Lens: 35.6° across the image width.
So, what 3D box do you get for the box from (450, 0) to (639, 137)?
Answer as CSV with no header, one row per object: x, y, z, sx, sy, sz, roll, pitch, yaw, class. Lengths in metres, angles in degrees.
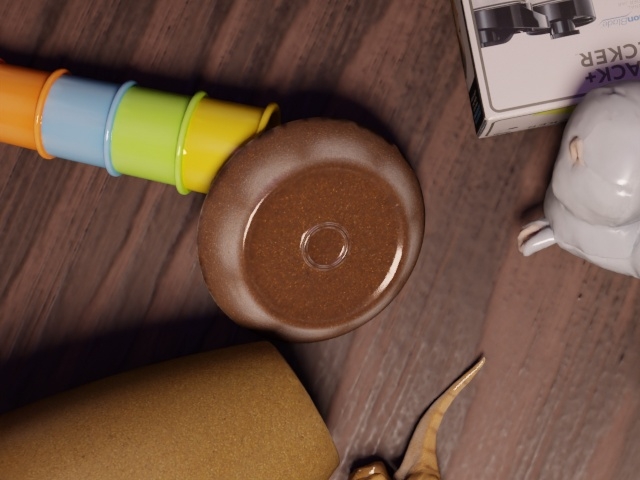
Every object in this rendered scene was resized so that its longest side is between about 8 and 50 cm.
0.189,-0.246,0.836,0.169,0.087,0.290,-10,86,3,box

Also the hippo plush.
0.303,-0.022,0.773,0.234,0.294,0.236,-37,59,-12,hippo plush

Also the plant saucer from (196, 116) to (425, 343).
0.000,0.000,0.811,0.199,0.036,0.198,-6,110,-16,plant saucer

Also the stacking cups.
-0.196,-0.105,0.848,0.316,0.096,0.096,13,88,4,stacking cups

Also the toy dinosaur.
0.078,0.204,0.833,0.112,0.064,0.211,3,63,5,toy dinosaur

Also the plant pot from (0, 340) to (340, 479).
-0.122,0.192,0.781,0.254,0.237,0.237,-30,85,-14,plant pot
